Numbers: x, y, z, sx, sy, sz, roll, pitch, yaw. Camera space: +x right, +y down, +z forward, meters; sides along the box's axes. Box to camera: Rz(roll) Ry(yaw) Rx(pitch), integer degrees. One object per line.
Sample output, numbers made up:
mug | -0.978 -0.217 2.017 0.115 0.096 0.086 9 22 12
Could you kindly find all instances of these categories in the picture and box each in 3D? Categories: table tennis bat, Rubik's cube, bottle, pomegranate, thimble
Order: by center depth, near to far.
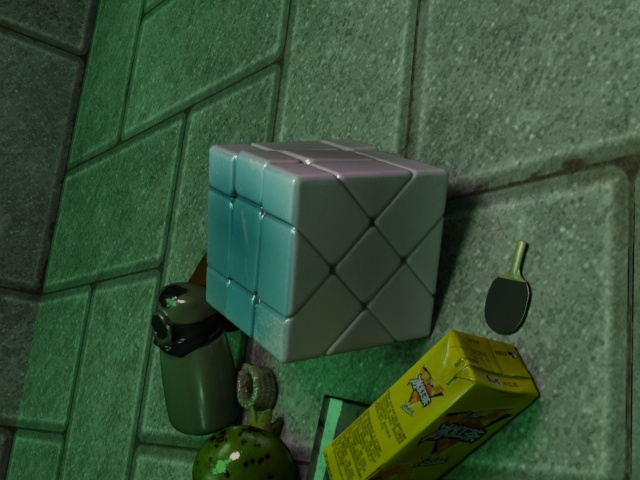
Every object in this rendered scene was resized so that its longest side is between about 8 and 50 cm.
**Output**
table tennis bat | 0.311 0.077 1.357 0.087 0.013 0.156 14 88 55
Rubik's cube | 0.000 0.000 1.484 0.316 0.319 0.321 29 119 53
pomegranate | -0.144 0.455 1.682 0.211 0.211 0.263 -43 11 35
thimble | -0.141 0.321 1.825 0.084 0.062 0.109 -39 48 37
bottle | -0.277 0.250 1.827 0.168 0.169 0.346 33 135 54

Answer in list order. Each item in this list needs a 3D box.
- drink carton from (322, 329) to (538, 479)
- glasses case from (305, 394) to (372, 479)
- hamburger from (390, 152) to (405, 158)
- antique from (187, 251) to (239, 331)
drink carton | 0.166 0.298 1.337 0.351 0.155 0.111 -49 42 30
glasses case | 0.029 0.443 1.524 0.114 0.060 0.299 11 84 15
hamburger | 0.135 -0.106 1.629 0.140 0.063 0.133 6 86 52
antique | -0.209 0.105 1.948 0.278 0.129 0.223 -40 48 38
